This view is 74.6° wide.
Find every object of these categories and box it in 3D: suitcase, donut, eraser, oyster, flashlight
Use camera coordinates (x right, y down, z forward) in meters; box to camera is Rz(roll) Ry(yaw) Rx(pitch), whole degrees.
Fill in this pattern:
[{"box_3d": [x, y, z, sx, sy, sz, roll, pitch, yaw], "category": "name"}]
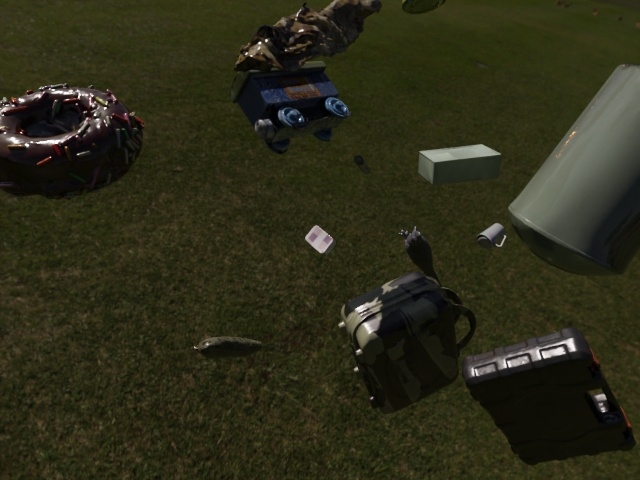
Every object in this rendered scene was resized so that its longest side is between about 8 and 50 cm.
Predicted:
[{"box_3d": [0.398, 0.283, 0.736, 0.285, 0.206, 0.066, 51, 29, -23], "category": "suitcase"}, {"box_3d": [-0.449, -0.180, 0.729, 0.270, 0.103, 0.269, 1, 45, -1], "category": "donut"}, {"box_3d": [0.240, 0.256, 1.113, 0.339, 0.351, 0.194, -24, 35, -8], "category": "suitcase"}, {"box_3d": [0.000, 0.000, 1.409, 0.105, 0.065, 0.026, 39, -1, 40], "category": "eraser"}, {"box_3d": [-0.045, -0.425, 0.881, 0.204, 0.110, 0.396, 5, 36, 41], "category": "oyster"}, {"box_3d": [0.097, -0.174, 0.972, 0.018, 0.018, 0.083, 24, -1, 21], "category": "flashlight"}]

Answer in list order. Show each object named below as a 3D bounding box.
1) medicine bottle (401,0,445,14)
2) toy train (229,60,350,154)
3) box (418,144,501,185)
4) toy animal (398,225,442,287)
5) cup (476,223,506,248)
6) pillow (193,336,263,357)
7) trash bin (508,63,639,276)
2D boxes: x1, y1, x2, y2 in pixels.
[{"box_3d": [0.255, -0.724, 1.078, 0.124, 0.238, 0.124, -8, 6, 1], "category": "medicine bottle"}, {"box_3d": [-0.068, -0.346, 1.076, 0.300, 0.131, 0.201, -25, 78, -42], "category": "toy train"}, {"box_3d": [0.453, -0.248, 1.382, 0.225, 0.086, 0.129, -7, 27, -6], "category": "box"}, {"box_3d": [0.353, 0.041, 1.507, 0.081, 0.367, 0.205, -25, 42, 6], "category": "toy animal"}, {"box_3d": [0.762, -0.013, 1.845, 0.116, 0.074, 0.104, -33, 54, -22], "category": "cup"}, {"box_3d": [-0.230, 0.258, 1.014, 0.093, 0.051, 0.241, -4, -13, 21], "category": "pillow"}, {"box_3d": [0.633, -0.129, 0.931, 0.281, 0.431, 0.280, 24, 22, -10], "category": "trash bin"}]
